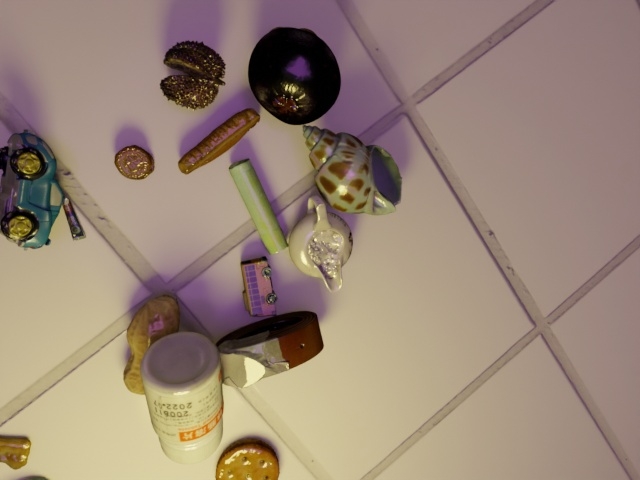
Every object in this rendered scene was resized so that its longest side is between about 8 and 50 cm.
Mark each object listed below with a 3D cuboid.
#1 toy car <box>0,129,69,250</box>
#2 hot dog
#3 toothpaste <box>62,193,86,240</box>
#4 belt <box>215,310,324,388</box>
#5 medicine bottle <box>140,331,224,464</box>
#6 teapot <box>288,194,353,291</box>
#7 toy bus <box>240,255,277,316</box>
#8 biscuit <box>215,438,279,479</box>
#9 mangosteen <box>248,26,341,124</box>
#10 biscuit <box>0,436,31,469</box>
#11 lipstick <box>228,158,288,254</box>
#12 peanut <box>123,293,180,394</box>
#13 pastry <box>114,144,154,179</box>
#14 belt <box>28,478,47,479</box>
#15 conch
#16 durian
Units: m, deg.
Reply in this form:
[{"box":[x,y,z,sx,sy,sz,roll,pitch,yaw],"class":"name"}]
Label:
[{"box":[-0.769,-0.132,1.271,0.165,0.198,0.315,6,93,-49],"class":"toy car"},{"box":[-0.304,-0.299,1.419,0.288,0.083,0.068,-38,86,-7],"class":"hot dog"},{"box":[-0.716,-0.068,1.369,0.037,0.021,0.140,-16,104,-10],"class":"toothpaste"},{"box":[-0.157,0.329,1.466,0.338,0.217,0.122,-17,102,-18],"class":"belt"},{"box":[-0.382,0.456,1.360,0.210,0.211,0.372,-6,129,-14],"class":"medicine bottle"},{"box":[0.000,0.000,1.489,0.208,0.166,0.300,-14,120,-3],"class":"teapot"},{"box":[-0.196,0.150,1.499,0.103,0.091,0.182,-10,98,-11],"class":"toy bus"},{"box":[-0.242,0.770,1.585,0.220,0.066,0.221,-2,99,-14],"class":"biscuit"},{"box":[-0.067,-0.498,1.379,0.274,0.275,0.303,21,57,-16],"class":"mangosteen"},{"box":[-0.956,0.654,1.396,0.183,0.039,0.174,8,94,-15],"class":"biscuit"},{"box":[-0.191,-0.104,1.474,0.076,0.076,0.305,-25,103,-10],"class":"lipstick"},{"box":[-0.503,0.315,1.420,0.149,0.149,0.314,9,102,-16],"class":"peanut"},{"box":[-0.536,-0.224,1.375,0.109,0.057,0.097,21,94,-15],"class":"pastry"},{"box":[-0.864,0.800,1.418,0.147,0.082,0.163,42,83,-26],"class":"belt"},{"box":[0.094,-0.214,1.459,0.249,0.197,0.368,-49,132,-17],"class":"conch"},{"box":[-0.349,-0.458,1.330,0.195,0.167,0.196,6,108,18],"class":"durian"}]
